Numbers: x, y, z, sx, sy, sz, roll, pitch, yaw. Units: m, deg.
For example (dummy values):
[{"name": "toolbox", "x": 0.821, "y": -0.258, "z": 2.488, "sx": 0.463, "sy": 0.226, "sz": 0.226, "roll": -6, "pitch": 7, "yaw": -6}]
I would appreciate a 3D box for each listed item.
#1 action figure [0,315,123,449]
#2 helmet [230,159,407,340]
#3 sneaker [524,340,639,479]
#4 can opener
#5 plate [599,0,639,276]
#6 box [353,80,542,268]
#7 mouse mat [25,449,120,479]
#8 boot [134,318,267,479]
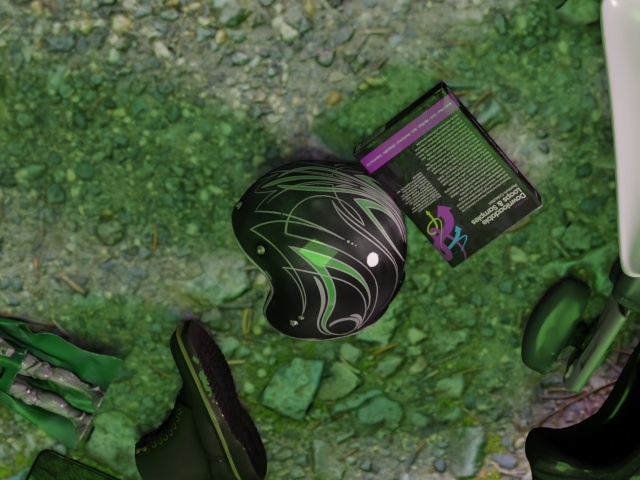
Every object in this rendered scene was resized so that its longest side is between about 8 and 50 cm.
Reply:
[{"name": "action figure", "x": -0.341, "y": 0.130, "z": 1.963, "sx": 0.232, "sy": 0.063, "sz": 0.137, "roll": 28, "pitch": 116, "yaw": -4}, {"name": "helmet", "x": 0.000, "y": 0.000, "z": 1.820, "sx": 0.169, "sy": 0.169, "sz": 0.162, "roll": -3, "pitch": 130, "yaw": 6}, {"name": "sneaker", "x": 0.415, "y": 0.149, "z": 1.812, "sx": 0.482, "sy": 0.185, "sz": 0.202, "roll": -33, "pitch": 108, "yaw": 2}, {"name": "can opener", "x": 0.297, "y": 0.028, "z": 1.856, "sx": 0.095, "sy": 0.076, "sz": 0.283, "roll": 24, "pitch": 113, "yaw": -7}, {"name": "plate", "x": 0.412, "y": -0.111, "z": 1.752, "sx": 0.277, "sy": 0.045, "sz": 0.278, "roll": -5, "pitch": 85, "yaw": 8}, {"name": "box", "x": 0.128, "y": -0.064, "z": 1.853, "sx": 0.116, "sy": 0.029, "sz": 0.162, "roll": -36, "pitch": 105, "yaw": 19}, {"name": "mouse mat", "x": -0.253, "y": 0.326, "z": 2.071, "sx": 0.189, "sy": 0.007, "sz": 0.153, "roll": 25, "pitch": 114, "yaw": -6}, {"name": "boot", "x": -0.155, "y": 0.189, "z": 1.968, "sx": 0.137, "sy": 0.077, "sz": 0.198, "roll": -15, "pitch": 111, "yaw": 16}]
